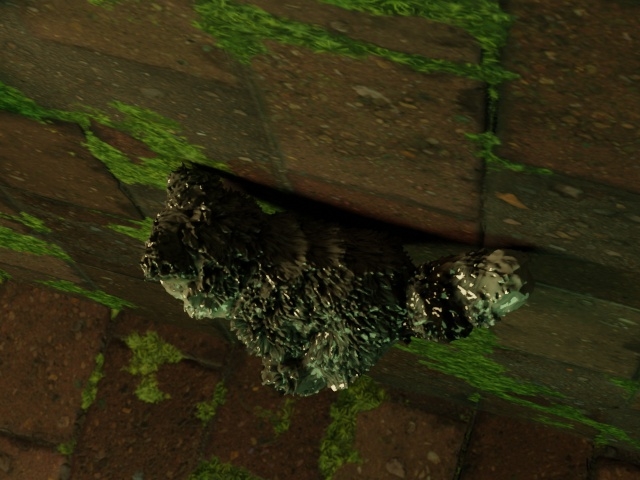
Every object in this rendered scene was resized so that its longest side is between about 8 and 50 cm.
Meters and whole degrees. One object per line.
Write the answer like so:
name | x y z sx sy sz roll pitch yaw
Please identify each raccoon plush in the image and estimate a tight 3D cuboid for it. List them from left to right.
raccoon plush | 0.000 0.000 2.117 0.446 0.216 0.299 -25 131 27
